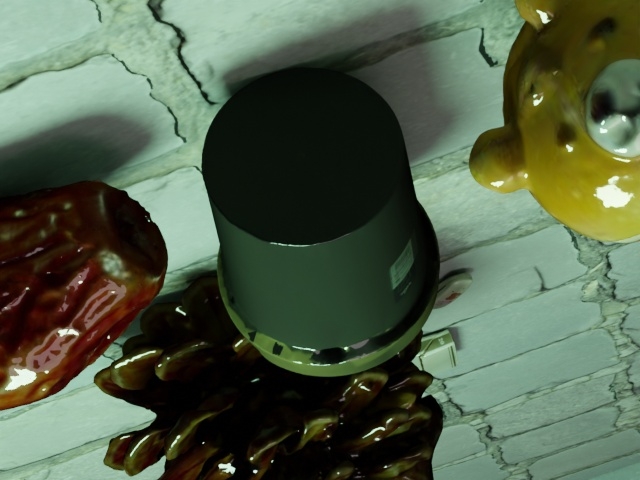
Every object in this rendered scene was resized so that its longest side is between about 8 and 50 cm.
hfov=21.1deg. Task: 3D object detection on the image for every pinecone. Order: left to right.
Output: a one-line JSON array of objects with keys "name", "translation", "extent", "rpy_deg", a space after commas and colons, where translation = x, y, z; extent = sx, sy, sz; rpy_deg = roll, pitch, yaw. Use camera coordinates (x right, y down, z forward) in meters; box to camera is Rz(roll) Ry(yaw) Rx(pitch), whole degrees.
[{"name": "pinecone", "translation": [-0.052, 0.218, 1.910], "extent": [0.398, 0.397, 0.397], "rpy_deg": [-15, 158, -6]}]

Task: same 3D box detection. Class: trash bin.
[{"name": "trash bin", "translation": [0.000, 0.000, 1.583], "extent": [0.214, 0.214, 0.334], "rpy_deg": [-17, 154, 1]}]

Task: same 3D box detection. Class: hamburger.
[{"name": "hamburger", "translation": [0.265, -0.122, 1.437], "extent": [0.237, 0.276, 0.276], "rpy_deg": [7, 150, -26]}]

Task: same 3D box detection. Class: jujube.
[{"name": "jujube", "translation": [-0.277, 0.050, 1.533], "extent": [0.290, 0.197, 0.197], "rpy_deg": [-27, 156, 23]}]

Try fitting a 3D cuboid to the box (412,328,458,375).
[{"name": "box", "translation": [0.086, 0.174, 2.312], "extent": [0.198, 0.029, 0.109], "rpy_deg": [-17, 159, 1]}]

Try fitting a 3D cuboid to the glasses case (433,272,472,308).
[{"name": "glasses case", "translation": [0.156, 0.062, 2.099], "extent": [0.032, 0.021, 0.083], "rpy_deg": [-5, 156, -32]}]
